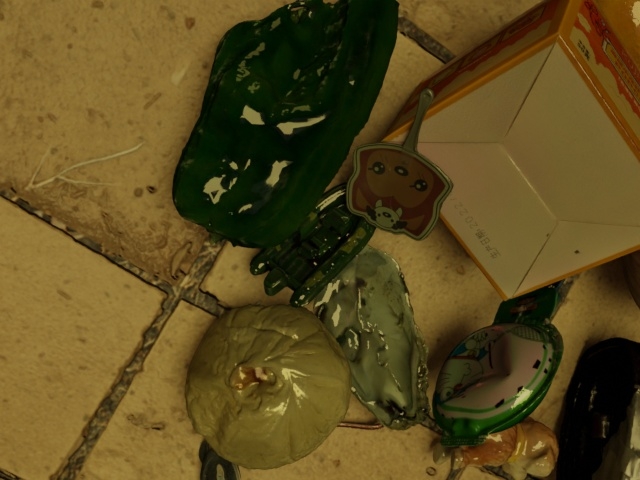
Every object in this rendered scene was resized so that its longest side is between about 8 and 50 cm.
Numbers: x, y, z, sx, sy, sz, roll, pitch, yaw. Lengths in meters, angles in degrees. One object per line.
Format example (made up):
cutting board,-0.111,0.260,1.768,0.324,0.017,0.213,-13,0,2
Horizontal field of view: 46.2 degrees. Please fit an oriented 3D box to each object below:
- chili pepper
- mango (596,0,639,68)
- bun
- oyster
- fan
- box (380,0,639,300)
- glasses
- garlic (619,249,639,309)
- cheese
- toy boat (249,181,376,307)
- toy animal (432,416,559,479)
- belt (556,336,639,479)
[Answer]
chili pepper,-0.044,-0.163,0.938,0.213,0.167,0.385,29,86,-18
mango,0.492,-0.291,1.084,0.316,0.119,0.177,23,94,-25
bun,-0.073,0.178,0.956,0.220,0.134,0.221,-1,72,4
oyster,0.086,0.138,1.046,0.252,0.087,0.199,38,96,-8
fan,0.102,-0.092,0.921,0.132,0.009,0.220,23,133,8
box,0.282,-0.122,0.955,0.283,0.259,0.214,49,39,-15
glasses,-0.038,0.373,1.070,0.268,0.118,0.234,-10,97,-33
garlic,0.554,-0.023,1.060,0.259,0.317,0.318,20,91,22
cheese,0.249,0.147,1.014,0.083,0.204,0.320,47,54,-18
toy boat,0.000,0.000,1.008,0.104,0.052,0.210,36,70,26
toy animal,0.276,0.259,1.106,0.185,0.104,0.184,15,84,-11
belt,0.458,0.297,1.094,0.164,0.184,0.289,20,75,-13
